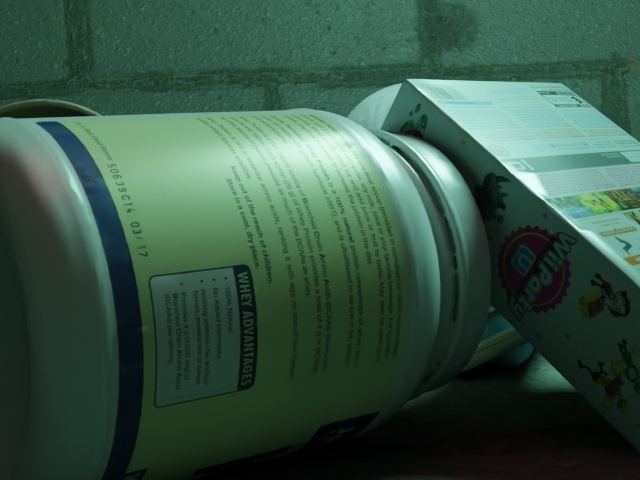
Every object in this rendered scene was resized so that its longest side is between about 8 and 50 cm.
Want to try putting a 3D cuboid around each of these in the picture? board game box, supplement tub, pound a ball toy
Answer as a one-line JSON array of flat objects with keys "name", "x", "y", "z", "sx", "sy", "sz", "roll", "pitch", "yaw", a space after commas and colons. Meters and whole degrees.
[{"name": "board game box", "x": 0.210, "y": -0.001, "z": 0.800, "sx": 0.224, "sy": 0.097, "sz": 0.303, "roll": -8, "pitch": 43, "yaw": -43}, {"name": "supplement tub", "x": -0.071, "y": 0.032, "z": 0.698, "sx": 0.325, "sy": 0.235, "sz": 0.235, "roll": -7, "pitch": 7, "yaw": -36}, {"name": "pound a ball toy", "x": 0.147, "y": 0.058, "z": 1.060, "sx": 0.208, "sy": 0.135, "sz": 0.319, "roll": -28, "pitch": -3, "yaw": 19}]

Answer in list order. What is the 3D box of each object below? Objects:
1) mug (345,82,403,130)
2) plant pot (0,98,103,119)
[{"name": "mug", "x": 0.237, "y": -0.086, "z": 1.545, "sx": 0.374, "sy": 0.276, "sz": 0.328, "roll": -11, "pitch": 17, "yaw": -17}, {"name": "plant pot", "x": -0.236, "y": 0.021, "z": 1.088, "sx": 0.257, "sy": 0.256, "sz": 0.274, "roll": -2, "pitch": -12, "yaw": 13}]
